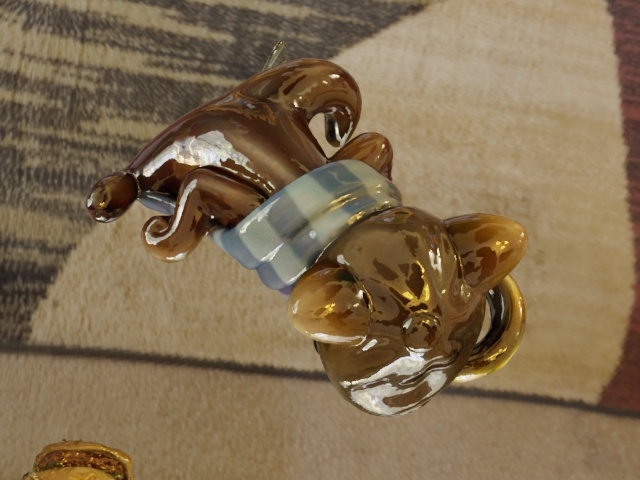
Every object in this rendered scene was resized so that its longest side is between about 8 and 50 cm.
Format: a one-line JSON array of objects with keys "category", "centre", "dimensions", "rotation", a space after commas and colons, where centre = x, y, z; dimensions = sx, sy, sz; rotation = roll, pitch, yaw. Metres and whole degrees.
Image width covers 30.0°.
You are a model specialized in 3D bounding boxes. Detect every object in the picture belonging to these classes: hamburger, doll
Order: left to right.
[{"category": "hamburger", "centre": [-0.167, 0.171, 0.808], "dimensions": [0.076, 0.044, 0.083], "rotation": [12, 135, -11]}, {"category": "doll", "centre": [-0.001, 0.003, 1.017], "dimensions": [0.318, 0.340, 0.209], "rotation": [-22, 138, -34]}]

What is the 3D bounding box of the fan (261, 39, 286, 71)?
[{"category": "fan", "centre": [-0.075, -0.158, 1.289], "dimensions": [0.009, 0.220, 0.132], "rotation": [42, 61, -1]}]
